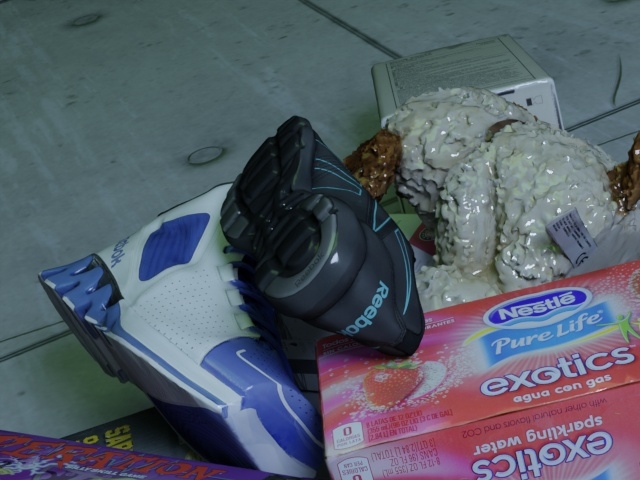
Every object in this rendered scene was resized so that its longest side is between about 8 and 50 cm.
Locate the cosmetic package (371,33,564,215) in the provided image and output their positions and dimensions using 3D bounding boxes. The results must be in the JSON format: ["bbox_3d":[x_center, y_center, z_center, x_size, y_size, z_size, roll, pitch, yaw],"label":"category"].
[{"bbox_3d":[0.139,-0.115,1.305,0.160,0.113,0.309,-13,15,5],"label":"cosmetic package"}]

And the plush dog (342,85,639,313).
[{"bbox_3d":[0.139,-0.041,1.033,0.262,0.211,0.225,-12,41,-42],"label":"plush dog"}]

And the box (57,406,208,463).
[{"bbox_3d":[-0.129,0.209,0.966,0.183,0.056,0.231,-18,28,-4],"label":"box"}]

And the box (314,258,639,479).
[{"bbox_3d":[0.159,0.125,0.872,0.299,0.154,0.142,-15,26,4],"label":"box"}]

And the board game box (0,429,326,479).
[{"bbox_3d":[-0.190,0.180,0.857,0.346,0.056,0.208,2,4,32],"label":"board game box"}]

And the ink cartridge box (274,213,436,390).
[{"bbox_3d":[0.016,0.051,1.147,0.217,0.092,0.158,3,33,29],"label":"ink cartridge box"}]

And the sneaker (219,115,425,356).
[{"bbox_3d":[0.000,0.000,0.929,0.101,0.106,0.267,-49,24,14],"label":"sneaker"}]

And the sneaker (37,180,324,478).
[{"bbox_3d":[-0.077,0.043,1.005,0.182,0.127,0.315,-40,37,-16],"label":"sneaker"}]
